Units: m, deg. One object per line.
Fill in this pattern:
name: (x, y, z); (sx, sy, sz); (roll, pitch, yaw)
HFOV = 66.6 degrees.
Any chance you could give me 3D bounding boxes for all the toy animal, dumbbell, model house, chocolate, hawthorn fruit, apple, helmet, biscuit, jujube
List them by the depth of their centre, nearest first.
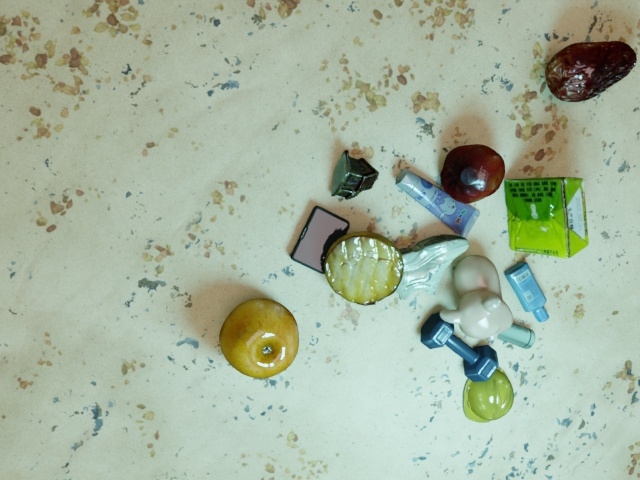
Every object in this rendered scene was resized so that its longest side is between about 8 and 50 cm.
apple: (-0.216, 0.358, 1.769); (0.298, 0.275, 0.299); (-1, 97, -13)
biscuit: (0.160, 0.098, 1.807); (0.296, 0.102, 0.297); (3, 118, 6)
hawthorn fruit: (0.592, -0.266, 1.823); (0.265, 0.230, 0.210); (-26, 109, -18)
model house: (0.130, -0.230, 1.835); (0.152, 0.106, 0.165); (12, 131, -20)
chocolate: (0.849, -0.098, 1.837); (0.136, 0.301, 0.289); (-11, 99, -18)
toy animal: (0.600, 0.216, 1.841); (0.237, 0.269, 0.327); (-23, 78, 37)
jujube: (1.023, -0.652, 1.846); (0.341, 0.216, 0.217); (-15, 99, -11)
dumbbell: (0.550, 0.422, 1.938); (0.316, 0.156, 0.144); (37, 121, -9)
helmet: (0.703, 0.649, 1.989); (0.205, 0.140, 0.257); (14, 92, -9)

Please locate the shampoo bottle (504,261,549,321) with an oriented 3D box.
shampoo bottle: (0.853, 0.218, 1.990); (0.103, 0.061, 0.259); (-32, 99, -3)

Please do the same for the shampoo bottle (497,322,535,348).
shampoo bottle: (0.738, 0.361, 1.981); (0.262, 0.085, 0.085); (21, 94, -10)

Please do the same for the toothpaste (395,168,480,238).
toothpaste: (0.456, -0.152, 1.898); (0.371, 0.080, 0.125); (32, 89, -17)

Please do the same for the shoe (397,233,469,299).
shoe: (0.424, 0.109, 1.893); (0.341, 0.132, 0.211); (-20, 101, 1)

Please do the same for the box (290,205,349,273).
box: (0.000, 0.000, 1.860); (0.160, 0.050, 0.230); (26, 94, -10)
